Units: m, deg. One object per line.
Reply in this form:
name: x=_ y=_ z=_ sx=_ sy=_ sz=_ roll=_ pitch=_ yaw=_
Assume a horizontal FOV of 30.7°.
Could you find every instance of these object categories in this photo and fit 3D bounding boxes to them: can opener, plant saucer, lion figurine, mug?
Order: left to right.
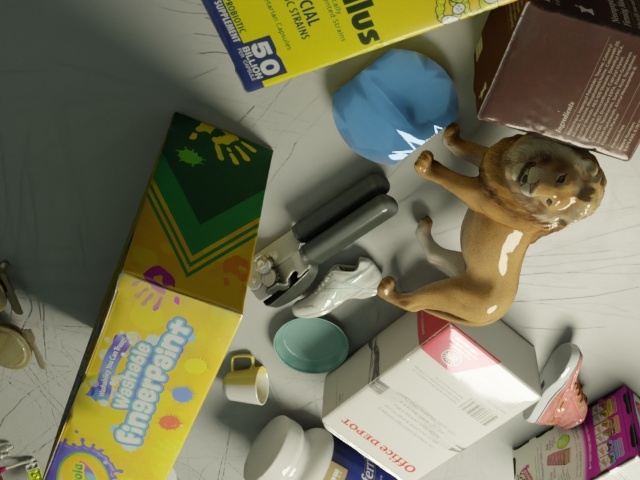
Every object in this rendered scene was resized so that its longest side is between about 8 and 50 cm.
mug: x=-0.122 y=0.227 z=1.882 sx=0.064 sy=0.078 sz=0.062 roll=-2 pitch=159 yaw=17
plant saucer: x=-0.014 y=0.160 z=1.836 sx=0.119 sy=0.021 sz=0.119 roll=2 pitch=127 yaw=3
can opener: x=0.000 y=0.000 z=1.699 sx=0.280 sy=0.074 sz=0.093 roll=-37 pitch=150 yaw=29
lion figurine: x=0.230 y=-0.002 z=1.573 sx=0.240 sy=0.142 sz=0.392 roll=30 pitch=137 yaw=20

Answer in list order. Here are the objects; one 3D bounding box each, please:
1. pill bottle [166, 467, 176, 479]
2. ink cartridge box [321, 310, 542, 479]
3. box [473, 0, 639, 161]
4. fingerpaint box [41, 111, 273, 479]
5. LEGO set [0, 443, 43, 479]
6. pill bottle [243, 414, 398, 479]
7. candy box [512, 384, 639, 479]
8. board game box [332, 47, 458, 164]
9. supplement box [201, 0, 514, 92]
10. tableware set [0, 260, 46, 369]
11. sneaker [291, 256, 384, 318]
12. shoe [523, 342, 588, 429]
pill bottle: x=-0.311 y=0.430 z=2.033 sx=0.120 sy=0.067 sz=0.067 roll=-30 pitch=118 yaw=24
ink cartridge box: x=0.167 y=0.225 z=1.808 sx=0.207 sy=0.117 sz=0.283 roll=38 pitch=120 yaw=-21
box: x=0.311 y=-0.229 z=1.429 sx=0.203 sy=0.168 sz=0.167 roll=15 pitch=127 yaw=-7
fingerpaint box: x=-0.223 y=0.115 z=1.606 sx=0.163 sy=0.371 sz=0.445 roll=20 pitch=125 yaw=-10
LEGO set: x=-0.550 y=0.389 z=2.004 sx=0.107 sy=0.132 sz=0.287 roll=-17 pitch=101 yaw=-3
pill bottle: x=0.014 y=0.405 z=1.933 sx=0.264 sy=0.153 sz=0.153 roll=32 pitch=122 yaw=-18
candy box: x=0.420 y=0.356 z=1.858 sx=0.233 sy=0.159 sz=0.071 roll=-36 pitch=115 yaw=28
board game box: x=0.099 y=-0.185 z=1.567 sx=0.168 sy=0.033 sz=0.133 roll=-37 pitch=110 yaw=23
supplement box: x=0.044 y=-0.346 z=1.350 sx=0.356 sy=0.195 sz=0.194 roll=-17 pitch=123 yaw=16
tableware set: x=-0.507 y=0.118 z=1.840 sx=0.128 sy=0.039 sz=0.194 roll=-2 pitch=121 yaw=21
sneaker: x=0.020 y=0.068 z=1.753 sx=0.152 sy=0.054 sz=0.061 roll=-24 pitch=112 yaw=14
shoe: x=0.389 y=0.231 z=1.832 sx=0.081 sy=0.063 sz=0.178 roll=15 pitch=131 yaw=-8
